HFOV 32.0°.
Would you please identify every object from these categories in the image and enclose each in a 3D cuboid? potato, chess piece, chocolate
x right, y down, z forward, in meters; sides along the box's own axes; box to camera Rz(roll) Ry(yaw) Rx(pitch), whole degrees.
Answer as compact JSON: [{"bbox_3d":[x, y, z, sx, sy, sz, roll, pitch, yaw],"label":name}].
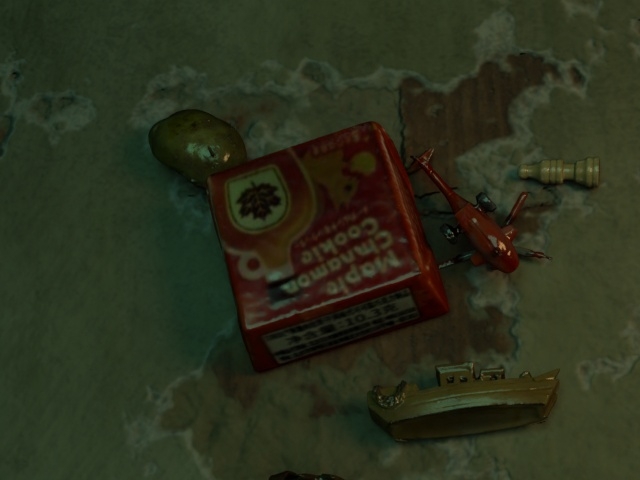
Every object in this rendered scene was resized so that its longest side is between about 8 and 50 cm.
[{"bbox_3d":[-0.150,-0.115,1.363,0.138,0.070,0.091,32,62,22],"label":"potato"},{"bbox_3d":[0.272,-0.079,1.276,0.092,0.035,0.035,2,68,17],"label":"chess piece"},{"bbox_3d":[0.000,0.000,1.262,0.237,0.108,0.235,-17,66,4],"label":"chocolate"}]

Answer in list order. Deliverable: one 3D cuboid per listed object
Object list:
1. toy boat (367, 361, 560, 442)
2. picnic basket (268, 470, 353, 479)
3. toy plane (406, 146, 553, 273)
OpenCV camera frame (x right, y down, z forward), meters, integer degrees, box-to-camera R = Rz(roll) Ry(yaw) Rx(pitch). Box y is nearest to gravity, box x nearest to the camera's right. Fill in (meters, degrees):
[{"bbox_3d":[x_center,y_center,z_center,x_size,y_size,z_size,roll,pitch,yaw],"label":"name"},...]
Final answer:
[{"bbox_3d":[0.153,0.165,1.185,0.206,0.064,0.072,-8,48,7],"label":"toy boat"},{"bbox_3d":[-0.013,0.291,1.099,0.137,0.178,0.128,-21,65,3],"label":"picnic basket"},{"bbox_3d":[0.168,-0.040,1.259,0.126,0.077,0.194,-23,63,17],"label":"toy plane"}]
